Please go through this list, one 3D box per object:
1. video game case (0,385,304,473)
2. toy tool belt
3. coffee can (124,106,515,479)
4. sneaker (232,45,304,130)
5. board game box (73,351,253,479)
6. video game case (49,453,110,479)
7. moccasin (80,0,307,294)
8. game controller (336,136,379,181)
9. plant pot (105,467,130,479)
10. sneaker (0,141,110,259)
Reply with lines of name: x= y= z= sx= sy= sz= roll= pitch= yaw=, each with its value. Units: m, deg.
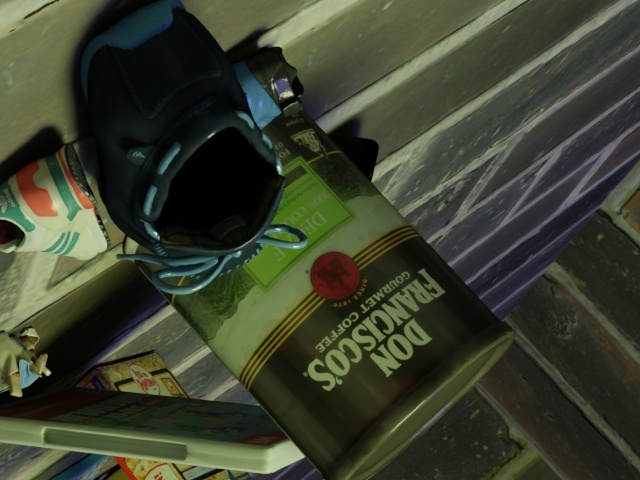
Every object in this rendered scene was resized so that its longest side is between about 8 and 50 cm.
video game case: x=-0.142 y=0.166 z=1.676 sx=0.204 sy=0.285 sz=0.025 roll=-8 pitch=102 yaw=-71
toy tool belt: x=-0.247 y=0.106 z=1.531 sx=0.052 sy=0.051 sz=0.083 roll=-45 pitch=169 yaw=14
coffee can: x=-0.002 y=0.047 z=1.572 sx=0.201 sy=0.275 sz=0.201 roll=-41 pitch=169 yaw=-10
sneaker: x=-0.052 y=-0.095 z=1.429 sx=0.084 sy=0.058 sz=0.152 roll=-30 pitch=159 yaw=-15
board game box: x=-0.151 y=0.207 z=1.872 sx=0.045 sy=0.193 sz=0.147 roll=-41 pitch=169 yaw=17
video game case: x=-0.314 y=0.308 z=2.160 sx=0.119 sy=0.015 sz=0.166 roll=-31 pitch=164 yaw=-46
moccasin: x=-0.090 y=-0.032 z=1.281 sx=0.137 sy=0.117 sz=0.342 roll=-35 pitch=159 yaw=-3
game controller: x=0.000 y=0.000 z=1.893 sx=0.166 sy=0.067 sz=0.319 roll=-48 pitch=172 yaw=-13
plant pot: x=-0.220 y=0.388 z=2.309 sx=0.212 sy=0.187 sz=0.212 roll=-50 pitch=172 yaw=37
sneaker: x=-0.192 y=-0.018 z=1.288 sx=0.075 sy=0.057 sz=0.161 roll=-22 pitch=168 yaw=-8
